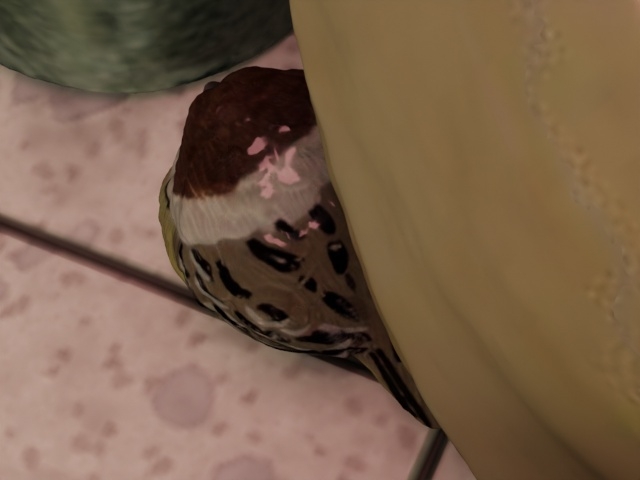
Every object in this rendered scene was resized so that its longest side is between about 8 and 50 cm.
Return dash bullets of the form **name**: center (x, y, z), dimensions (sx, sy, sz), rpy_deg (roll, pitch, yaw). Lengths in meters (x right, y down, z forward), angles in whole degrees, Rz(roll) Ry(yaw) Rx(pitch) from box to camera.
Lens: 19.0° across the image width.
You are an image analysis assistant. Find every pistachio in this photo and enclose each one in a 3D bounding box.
- **pistachio**: center (0.109, -0.032, 0.569), dimensions (0.226, 0.208, 0.332), rpy_deg (-31, 96, 16)

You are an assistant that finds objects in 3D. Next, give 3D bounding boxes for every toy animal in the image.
- **toy animal**: center (0.000, 0.000, 0.652), dimensions (0.098, 0.098, 0.137), rpy_deg (-34, 67, -7)

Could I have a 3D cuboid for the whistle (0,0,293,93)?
- **whistle**: center (-0.011, -0.196, 0.702), dimensions (0.404, 0.168, 0.188), rpy_deg (-19, 66, -5)
